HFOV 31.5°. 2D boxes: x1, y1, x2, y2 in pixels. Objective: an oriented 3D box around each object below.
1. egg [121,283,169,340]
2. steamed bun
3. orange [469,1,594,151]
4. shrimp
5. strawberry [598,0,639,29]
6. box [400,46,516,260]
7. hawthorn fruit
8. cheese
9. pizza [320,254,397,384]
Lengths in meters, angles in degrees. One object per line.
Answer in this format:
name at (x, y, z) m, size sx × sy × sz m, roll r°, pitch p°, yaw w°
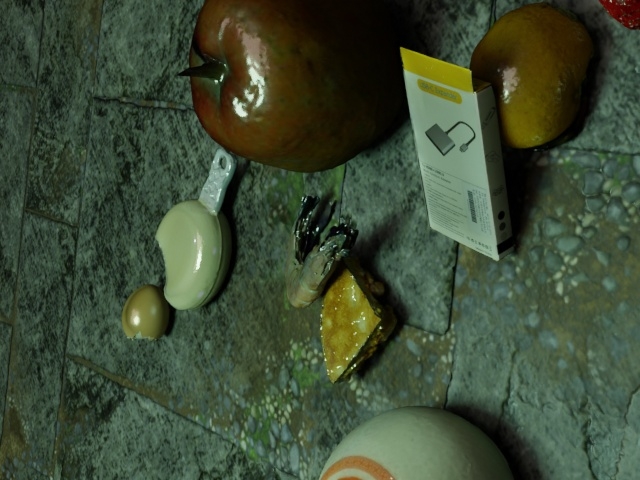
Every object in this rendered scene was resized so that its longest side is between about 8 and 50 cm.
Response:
egg at (-0.293, 0.121, 1.902) m, size 0.080 × 0.080 × 0.096 m, roll 4°, pitch 94°, yaw 51°
steamed bun at (0.095, 0.337, 1.344) m, size 0.283 × 0.177 × 0.283 m, roll -5°, pitch 84°, yaw 50°
orange at (0.227, -0.185, 1.273) m, size 0.160 × 0.112 × 0.170 m, roll -45°, pitch 67°, yaw 39°
shrimp at (0.000, 0.000, 1.540) m, size 0.219 × 0.046 × 0.152 m, roll 132°, pitch 145°, yaw -57°
strawberry at (0.332, -0.259, 1.161) m, size 0.106 × 0.106 × 0.106 m, roll -4°, pitch 85°, yaw 50°
box at (0.159, -0.102, 1.312) m, size 0.129 × 0.033 × 0.247 m, roll 32°, pitch 142°, yaw 48°
hawthorn fruit at (-0.050, -0.224, 1.454) m, size 0.267 × 0.301 × 0.268 m, roll 6°, pitch 99°, yaw 47°
cheese at (-0.178, -0.012, 1.779) m, size 0.249 × 0.070 × 0.163 m, roll -50°, pitch 52°, yaw 35°
pizza at (0.051, 0.110, 1.509) m, size 0.134 × 0.046 × 0.175 m, roll 14°, pitch 96°, yaw 53°
